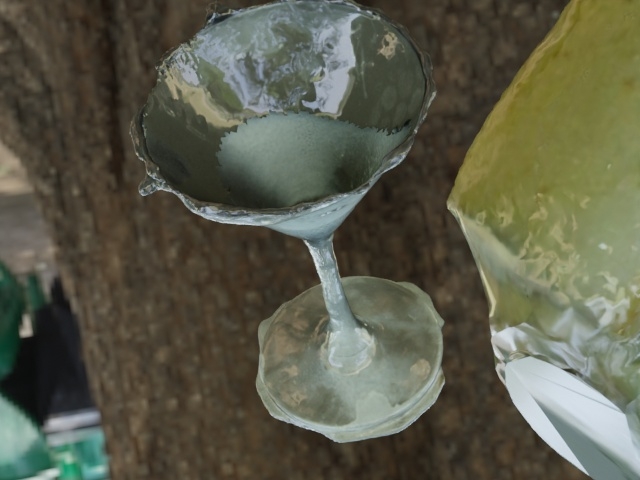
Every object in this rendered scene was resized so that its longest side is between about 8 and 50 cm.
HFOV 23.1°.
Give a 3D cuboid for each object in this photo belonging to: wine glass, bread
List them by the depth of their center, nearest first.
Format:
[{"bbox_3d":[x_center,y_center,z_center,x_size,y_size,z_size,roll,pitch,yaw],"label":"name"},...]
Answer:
[{"bbox_3d":[0.000,0.000,0.845,0.156,0.156,0.232,-11,140,4],"label":"wine glass"},{"bbox_3d":[0.236,0.020,1.067,0.264,0.395,0.239,-44,-145,-5],"label":"bread"}]
